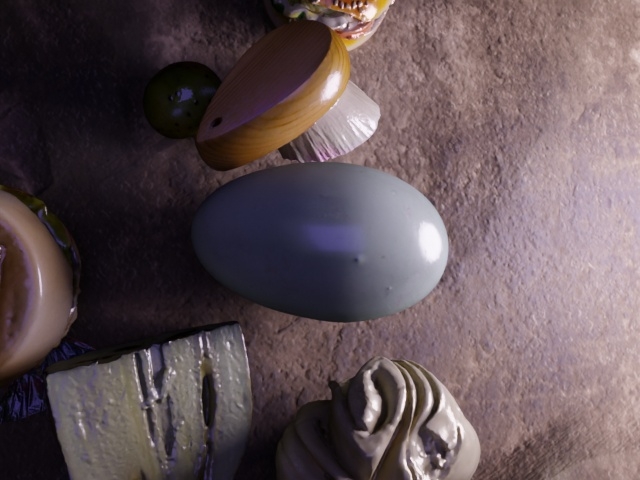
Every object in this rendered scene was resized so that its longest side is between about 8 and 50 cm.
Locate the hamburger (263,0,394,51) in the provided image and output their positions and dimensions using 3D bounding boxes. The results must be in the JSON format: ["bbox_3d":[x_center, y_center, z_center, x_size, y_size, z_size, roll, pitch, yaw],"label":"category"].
[{"bbox_3d":[0.010,-0.408,0.939,0.236,0.147,0.237,2,82,-13],"label":"hamburger"}]

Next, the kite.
[{"bbox_3d":[-0.376,0.208,0.877,0.232,0.009,0.189,-20,88,-12],"label":"kite"}]

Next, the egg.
[{"bbox_3d":[0.000,0.000,0.855,0.370,0.230,0.230,6,83,-4],"label":"egg"}]

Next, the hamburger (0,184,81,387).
[{"bbox_3d":[-0.475,0.062,0.794,0.301,0.170,0.302,0,88,-7],"label":"hamburger"}]

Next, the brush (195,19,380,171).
[{"bbox_3d":[-0.054,-0.180,0.876,0.266,0.166,0.174,-44,48,-8],"label":"brush"}]

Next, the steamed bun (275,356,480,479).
[{"bbox_3d":[0.056,0.284,0.815,0.289,0.276,0.203,-30,95,-5],"label":"steamed bun"}]

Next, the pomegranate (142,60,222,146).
[{"bbox_3d":[-0.203,-0.207,0.900,0.130,0.130,0.130,1,84,-10],"label":"pomegranate"}]

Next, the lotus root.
[{"bbox_3d":[-0.227,0.269,0.836,0.266,0.149,0.261,-13,92,-31],"label":"lotus root"}]
